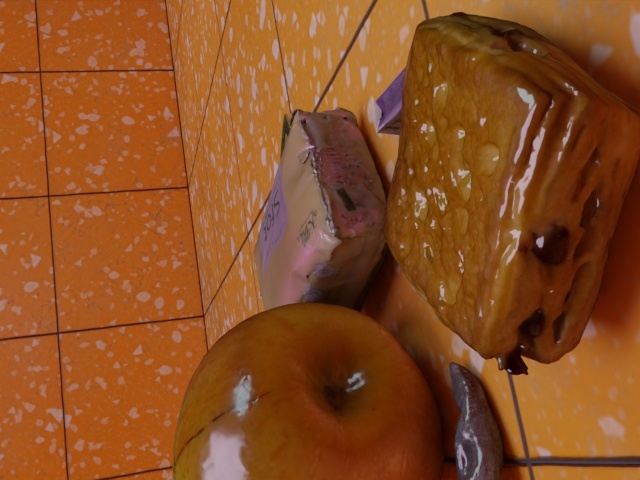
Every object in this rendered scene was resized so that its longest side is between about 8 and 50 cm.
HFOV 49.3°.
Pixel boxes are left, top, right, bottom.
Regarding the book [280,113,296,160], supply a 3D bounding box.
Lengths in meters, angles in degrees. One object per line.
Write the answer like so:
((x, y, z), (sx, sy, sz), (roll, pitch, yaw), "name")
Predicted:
((-0.026, -0.072, 1.088), (0.228, 0.024, 0.160), (-113, 22, -44), "book")

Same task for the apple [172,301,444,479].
((-0.014, 0.198, 0.702), (0.286, 0.285, 0.233), (-111, 33, -42), "apple")

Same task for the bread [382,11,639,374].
((0.124, -0.042, 0.489), (0.235, 0.099, 0.211), (-116, 28, -62), "bread")

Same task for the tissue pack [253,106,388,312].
((0.000, 0.000, 0.860), (0.257, 0.122, 0.215), (113, 150, -43), "tissue pack")

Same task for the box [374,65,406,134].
((0.092, -0.131, 0.637), (0.117, 0.050, 0.036), (139, 132, -71), "box")

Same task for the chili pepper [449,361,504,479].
((0.135, 0.176, 0.604), (0.050, 0.041, 0.153), (-42, 35, 45), "chili pepper")
